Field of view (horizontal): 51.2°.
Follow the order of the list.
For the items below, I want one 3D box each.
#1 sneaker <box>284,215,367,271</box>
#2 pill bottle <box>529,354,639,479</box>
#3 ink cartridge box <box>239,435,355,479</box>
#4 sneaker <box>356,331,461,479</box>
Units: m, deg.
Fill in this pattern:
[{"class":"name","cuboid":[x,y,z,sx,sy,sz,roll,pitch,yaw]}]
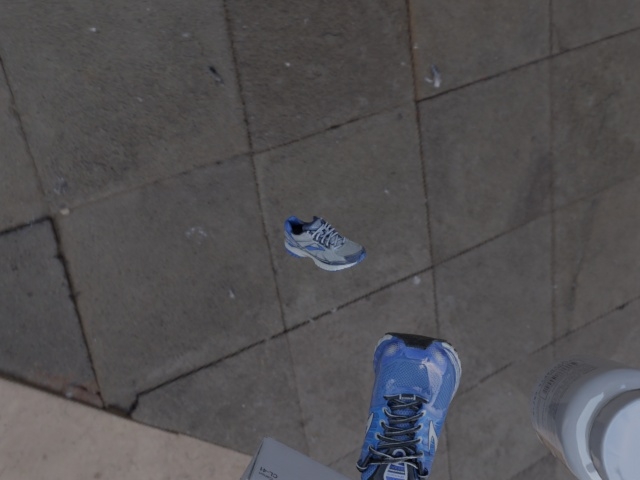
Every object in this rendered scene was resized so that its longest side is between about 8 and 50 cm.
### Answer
[{"class":"sneaker","cuboid":[0.000,0.000,0.892,0.052,0.135,0.058,-42,132,-38]},{"class":"pill bottle","cuboid":[0.303,0.191,0.681,0.131,0.229,0.131,0,86,5]},{"class":"ink cartridge box","cuboid":[-0.077,0.542,1.215,0.226,0.131,0.306,28,113,-2]},{"class":"sneaker","cuboid":[0.123,0.268,0.938,0.130,0.147,0.330,7,125,8]}]
